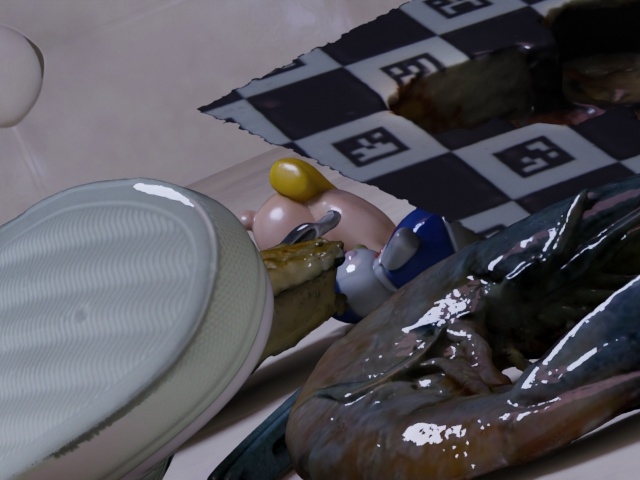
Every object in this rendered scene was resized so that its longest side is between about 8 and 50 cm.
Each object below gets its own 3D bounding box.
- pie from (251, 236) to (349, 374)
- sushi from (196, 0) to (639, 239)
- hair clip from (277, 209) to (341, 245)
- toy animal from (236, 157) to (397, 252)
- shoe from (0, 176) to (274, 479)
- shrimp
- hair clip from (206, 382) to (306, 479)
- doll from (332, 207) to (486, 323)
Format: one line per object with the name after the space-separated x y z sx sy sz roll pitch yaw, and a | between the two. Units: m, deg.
-0.109 0.082 1.105 0.282 0.068 0.128 -26 7 -22 | pie
0.162 -0.066 1.099 0.339 0.069 0.320 -30 37 -32 | sushi
-0.080 0.040 1.331 0.218 0.071 0.159 -15 6 13 | hair clip
0.000 0.000 1.408 0.082 0.114 0.091 -57 -13 -5 | toy animal
-0.105 0.079 0.862 0.160 0.132 0.363 21 -26 -34 | shoe
0.108 0.029 0.812 0.289 0.075 0.178 -20 21 12 | shrimp
0.027 0.069 0.948 0.229 0.039 0.070 -33 17 -32 | hair clip
0.053 0.013 1.185 0.143 0.058 0.099 -26 -20 23 | doll
